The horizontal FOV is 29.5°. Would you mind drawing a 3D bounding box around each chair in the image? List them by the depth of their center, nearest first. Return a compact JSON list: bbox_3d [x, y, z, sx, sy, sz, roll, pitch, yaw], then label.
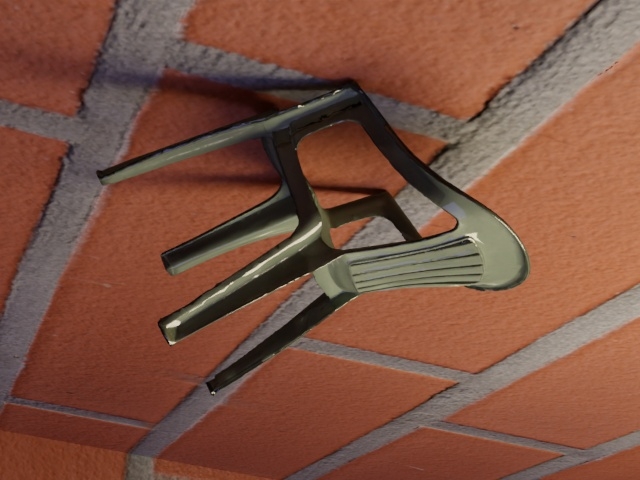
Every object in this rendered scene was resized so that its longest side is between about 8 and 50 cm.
[{"bbox_3d":[0.000,0.000,0.965,0.275,0.190,0.203,-25,153,1],"label":"chair"}]
